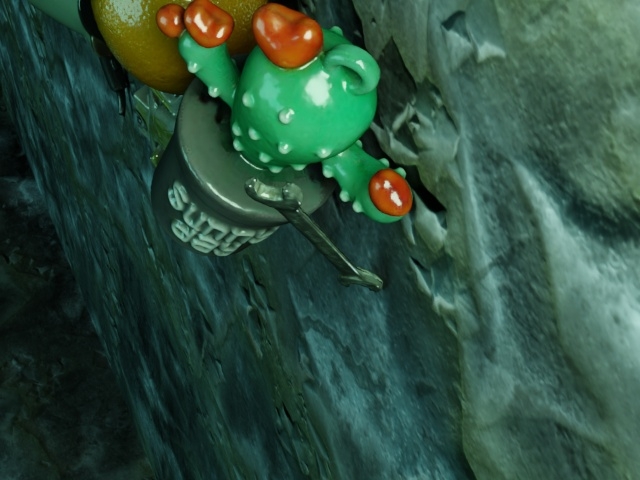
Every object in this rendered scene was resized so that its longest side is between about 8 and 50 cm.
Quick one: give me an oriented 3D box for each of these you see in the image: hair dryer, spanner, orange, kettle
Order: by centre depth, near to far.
[{"bbox_3d":[0.000,0.000,1.000,0.254,0.054,0.015,45,-128,-55],"label":"spanner"},{"bbox_3d":[-0.153,-0.260,1.119,0.206,0.206,0.206,166,90,-69],"label":"orange"},{"bbox_3d":[-0.361,-0.439,1.637,0.255,0.165,0.240,37,107,47],"label":"kettle"},{"bbox_3d":[-0.375,-0.340,1.884,0.235,0.091,0.272,39,152,41],"label":"hair dryer"}]

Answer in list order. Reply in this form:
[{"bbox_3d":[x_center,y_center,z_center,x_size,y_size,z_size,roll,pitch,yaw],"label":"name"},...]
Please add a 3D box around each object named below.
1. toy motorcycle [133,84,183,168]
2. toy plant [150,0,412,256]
[{"bbox_3d":[-0.157,-0.128,1.358,0.223,0.108,0.341,43,161,12],"label":"toy motorcycle"},{"bbox_3d":[-0.045,-0.104,1.035,0.279,0.185,0.400,59,149,5],"label":"toy plant"}]
